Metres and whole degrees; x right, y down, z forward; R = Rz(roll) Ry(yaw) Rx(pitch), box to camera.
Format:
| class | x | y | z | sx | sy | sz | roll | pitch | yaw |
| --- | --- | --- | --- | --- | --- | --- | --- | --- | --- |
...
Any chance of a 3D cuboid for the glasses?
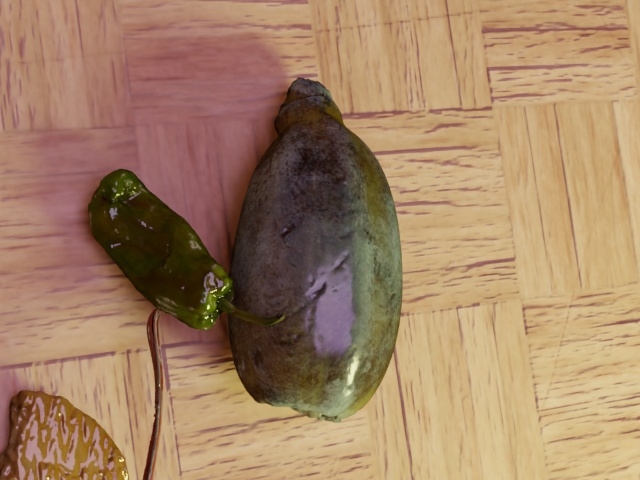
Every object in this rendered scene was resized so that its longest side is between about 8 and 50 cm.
| class | x | y | z | sx | sy | sz | roll | pitch | yaw |
| --- | --- | --- | --- | --- | --- | --- | --- | --- | --- |
| glasses | -0.231 | 0.145 | 1.148 | 0.234 | 0.118 | 0.268 | 19 | 71 | -19 |

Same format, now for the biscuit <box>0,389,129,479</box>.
| class | x | y | z | sx | sy | sz | roll | pitch | yaw |
| --- | --- | --- | --- | --- | --- | --- | --- | --- | --- |
| biscuit | -0.221 | 0.244 | 1.217 | 0.144 | 0.033 | 0.224 | 16 | 73 | -25 |

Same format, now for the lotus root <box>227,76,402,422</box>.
| class | x | y | z | sx | sy | sz | roll | pitch | yaw |
| --- | --- | --- | --- | --- | --- | --- | --- | --- | --- |
| lotus root | 0.000 | 0.000 | 1.316 | 0.158 | 0.140 | 0.322 | 9 | 76 | -27 |

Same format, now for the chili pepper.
| class | x | y | z | sx | sy | sz | roll | pitch | yaw |
| --- | --- | --- | --- | --- | --- | --- | --- | --- | --- |
| chili pepper | -0.122 | 0.027 | 1.256 | 0.072 | 0.073 | 0.204 | -42 | 74 | -11 |
